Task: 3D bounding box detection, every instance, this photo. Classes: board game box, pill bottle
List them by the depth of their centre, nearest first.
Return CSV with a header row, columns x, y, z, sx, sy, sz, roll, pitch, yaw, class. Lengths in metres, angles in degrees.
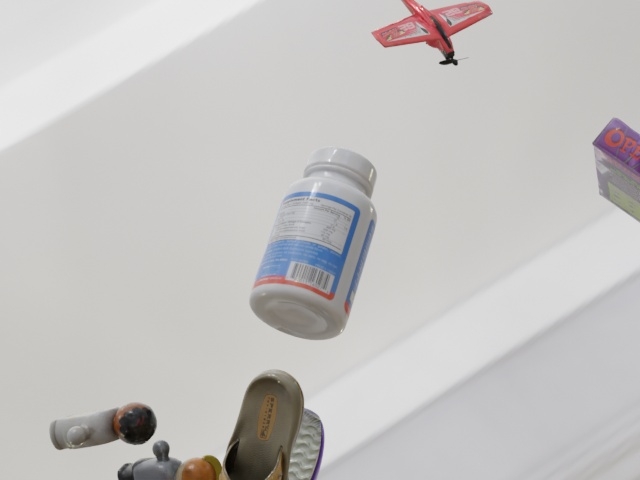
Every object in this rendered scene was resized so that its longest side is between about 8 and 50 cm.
x,y,z,sx,sy,sz,roll,pitch,yaw,class
0.478,-0.002,1.610,0.056,0.347,0.208,-52,-20,0,board game box
0.000,0.000,1.666,0.124,0.124,0.221,51,-132,-44,pill bottle

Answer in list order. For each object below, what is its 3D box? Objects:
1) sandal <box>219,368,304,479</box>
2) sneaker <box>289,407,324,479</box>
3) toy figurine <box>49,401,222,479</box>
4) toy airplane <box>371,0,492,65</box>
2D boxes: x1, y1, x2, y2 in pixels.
x,y,z,sx,sy,sz,roll,pitch,yaw,class
-0.055,0.199,1.153,0.049,0.072,0.180,23,-105,-71,sandal
-0.068,0.348,1.722,0.293,0.102,0.146,-69,-15,-1,sneaker
-0.222,0.300,1.545,0.148,0.209,0.213,-11,-46,32,toy figurine
0.098,-0.237,1.395,0.151,0.151,0.028,-8,-26,-25,toy airplane
